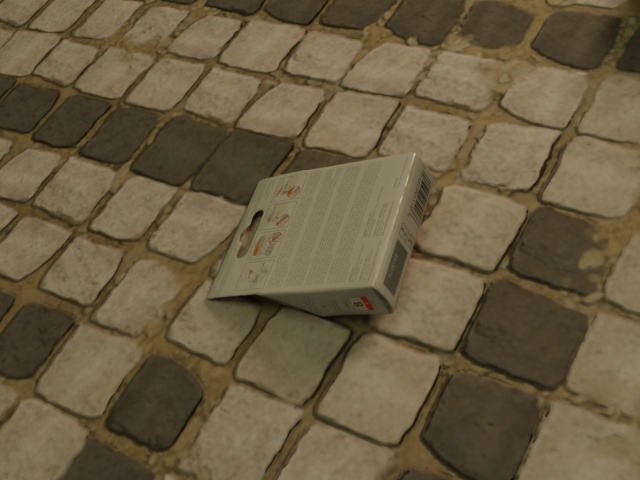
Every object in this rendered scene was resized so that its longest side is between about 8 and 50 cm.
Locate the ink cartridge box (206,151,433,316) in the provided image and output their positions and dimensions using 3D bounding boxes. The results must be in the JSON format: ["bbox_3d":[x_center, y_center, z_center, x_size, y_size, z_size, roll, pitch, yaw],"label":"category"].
[{"bbox_3d":[0.000,0.000,0.760,0.179,0.045,0.146,-8,48,38],"label":"ink cartridge box"}]
